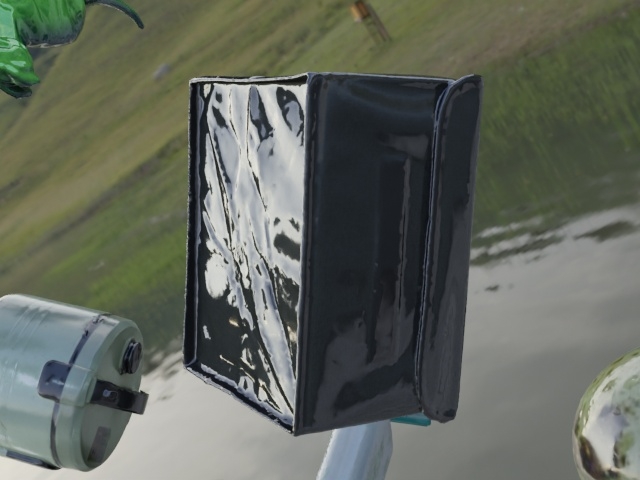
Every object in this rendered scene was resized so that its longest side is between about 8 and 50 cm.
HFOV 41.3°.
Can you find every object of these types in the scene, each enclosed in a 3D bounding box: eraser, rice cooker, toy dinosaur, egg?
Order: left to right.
[{"bbox_3d":[-0.355,0.195,1.151,0.244,0.226,0.226,10,23,7],"label":"rice cooker"},{"bbox_3d":[-0.394,-0.341,1.384,0.144,0.374,0.500,-34,-25,22],"label":"toy dinosaur"},{"bbox_3d":[0.043,0.356,1.252,0.081,0.174,0.227,8,40,16],"label":"eraser"},{"bbox_3d":[0.615,0.319,1.326,0.428,0.345,0.345,-11,20,21],"label":"egg"}]

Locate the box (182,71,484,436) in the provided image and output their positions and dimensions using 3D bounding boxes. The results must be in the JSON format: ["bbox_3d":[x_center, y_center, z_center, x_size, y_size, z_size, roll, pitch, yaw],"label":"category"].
[{"bbox_3d":[0.001,0.000,0.879,0.204,0.345,0.251,-3,10,-33],"label":"box"}]

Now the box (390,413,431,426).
[{"bbox_3d":[0.160,0.262,1.800,0.092,0.153,0.245,-12,67,60],"label":"box"}]
